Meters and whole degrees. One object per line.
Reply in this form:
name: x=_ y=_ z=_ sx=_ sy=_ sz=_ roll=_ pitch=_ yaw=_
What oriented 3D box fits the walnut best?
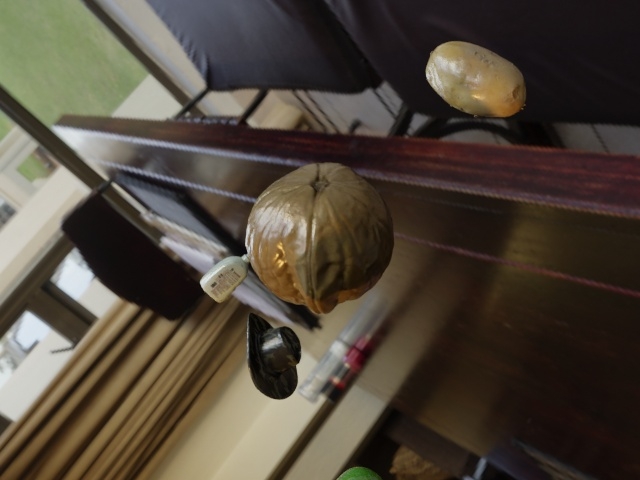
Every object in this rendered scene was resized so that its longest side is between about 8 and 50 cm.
walnut: x=0.000 y=0.000 z=1.152 sx=0.228 sy=0.228 sz=0.228 roll=35 pitch=165 yaw=11

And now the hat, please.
hat: x=-0.054 y=0.144 z=0.991 sx=0.050 sy=0.121 sz=0.121 roll=-24 pitch=129 yaw=23

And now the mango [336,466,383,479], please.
mango: x=0.059 y=0.724 z=1.958 sx=0.225 sy=0.382 sz=0.201 roll=-15 pitch=111 yaw=27

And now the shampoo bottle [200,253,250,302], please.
shampoo bottle: x=-0.197 y=0.068 z=1.737 sx=0.077 sy=0.152 sz=0.045 roll=44 pitch=-173 yaw=-25

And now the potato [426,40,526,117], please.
potato: x=0.254 y=-0.261 z=1.255 sx=0.178 sy=0.109 sz=0.118 roll=29 pitch=176 yaw=21
